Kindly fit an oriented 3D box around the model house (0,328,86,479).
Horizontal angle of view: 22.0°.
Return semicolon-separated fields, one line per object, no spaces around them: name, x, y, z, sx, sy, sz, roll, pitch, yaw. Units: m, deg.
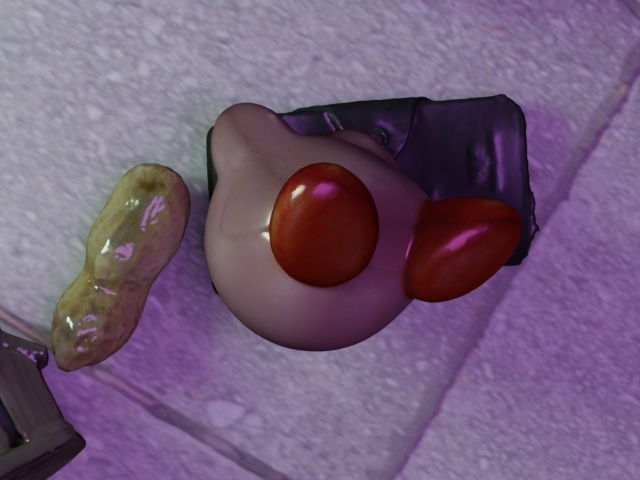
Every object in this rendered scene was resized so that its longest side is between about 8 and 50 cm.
model house;-0.351;0.178;1.592;0.229;0.122;0.188;-29;92;-30

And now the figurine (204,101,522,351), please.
figurine;0.002;0.007;1.578;0.270;0.261;0.211;10;105;-38

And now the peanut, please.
peanut;-0.202;0.029;1.639;0.086;0.104;0.227;25;89;13

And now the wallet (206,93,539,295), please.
wallet;0.058;-0.052;1.754;0.378;0.051;0.197;-5;98;-22
